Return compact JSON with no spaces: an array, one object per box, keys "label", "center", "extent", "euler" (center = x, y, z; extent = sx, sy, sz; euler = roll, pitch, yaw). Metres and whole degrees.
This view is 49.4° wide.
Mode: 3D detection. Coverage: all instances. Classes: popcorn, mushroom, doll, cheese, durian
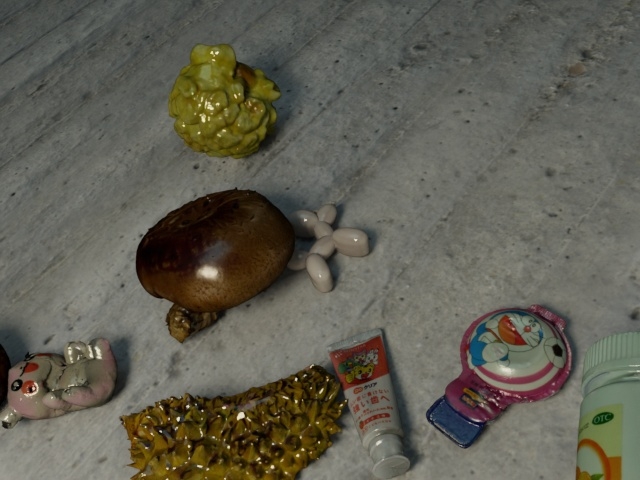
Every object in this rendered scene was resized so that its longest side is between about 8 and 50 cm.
[{"label":"popcorn","center":[-0.184,-0.271,1.378],"extent":[0.235,0.216,0.181],"euler":[-2,10,-36]},{"label":"mushroom","center":[-0.183,0.023,1.144],"extent":[0.297,0.163,0.278],"euler":[3,50,47]},{"label":"doll","center":[0.000,0.000,1.199],"extent":[0.160,0.059,0.161],"euler":[30,64,34]},{"label":"cheese","center":[0.248,0.179,0.963],"extent":[0.244,0.062,0.155],"euler":[-41,53,-19]},{"label":"doll","center":[-0.413,0.225,1.102],"extent":[0.192,0.095,0.149],"euler":[-8,42,12]},{"label":"durian","center":[-0.127,0.273,0.959],"extent":[0.342,0.112,0.191],"euler":[-13,45,2]}]

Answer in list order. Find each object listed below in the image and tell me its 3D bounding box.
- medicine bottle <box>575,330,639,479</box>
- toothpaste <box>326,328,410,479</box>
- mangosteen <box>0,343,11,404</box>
[{"label":"medicine bottle","center":[0.368,0.275,0.776],"extent":[0.158,0.158,0.318],"euler":[4,50,20]},{"label":"toothpaste","center":[0.072,0.224,0.990],"extent":[0.089,0.057,0.234],"euler":[-20,39,3]},{"label":"mangosteen","center":[-0.590,0.216,1.123],"extent":[0.172,0.172,0.184],"euler":[-39,31,-18]}]
